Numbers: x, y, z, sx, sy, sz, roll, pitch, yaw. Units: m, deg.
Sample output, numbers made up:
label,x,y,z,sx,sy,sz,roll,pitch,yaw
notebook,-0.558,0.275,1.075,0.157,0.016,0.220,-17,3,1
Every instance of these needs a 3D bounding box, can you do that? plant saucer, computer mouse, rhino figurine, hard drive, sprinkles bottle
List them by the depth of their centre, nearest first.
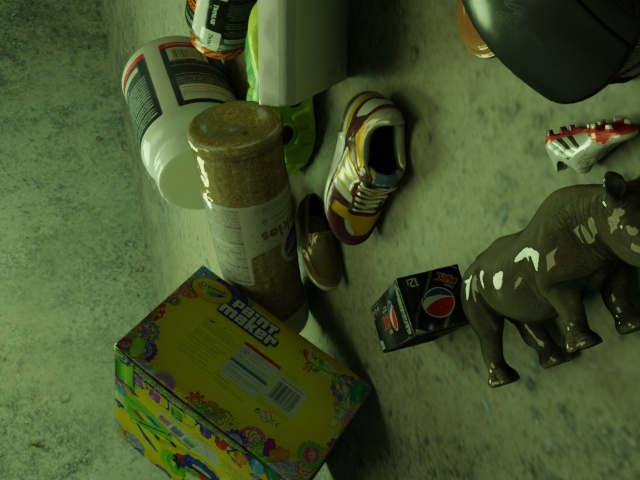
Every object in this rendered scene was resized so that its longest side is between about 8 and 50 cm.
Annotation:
label,x,y,z,sx,sy,sz,roll,pitch,yaw
computer mouse,0.085,-0.193,0.409,0.184,0.060,0.261,155,105,-66
rhino figurine,0.177,0.020,0.469,0.106,0.073,0.243,69,153,19
plant saucer,0.137,-0.193,0.558,0.083,0.013,0.083,171,90,-66
hard drive,-0.011,-0.306,0.679,0.203,0.040,0.307,-48,-37,-62
sprinkles bottle,-0.092,-0.010,0.931,0.121,0.121,0.355,-124,21,-46

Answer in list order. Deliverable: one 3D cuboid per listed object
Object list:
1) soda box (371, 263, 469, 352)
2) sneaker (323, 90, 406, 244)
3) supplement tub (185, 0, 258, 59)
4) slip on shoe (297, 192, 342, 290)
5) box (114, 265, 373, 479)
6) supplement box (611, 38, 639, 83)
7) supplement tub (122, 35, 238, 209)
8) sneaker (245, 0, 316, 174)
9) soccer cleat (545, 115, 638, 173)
label,x,y,z,sx,sy,sz,roll,pitch,yaw
soda box,0.093,0.070,0.648,0.169,0.060,0.053,104,152,-76
sneaker,0.050,-0.064,0.738,0.084,0.070,0.185,-122,31,-53
supplement tub,-0.139,-0.370,1.009,0.190,0.117,0.116,119,137,-55
slip on shoe,0.000,0.000,0.907,0.041,0.052,0.135,118,146,-64
box,-0.124,0.242,0.952,0.290,0.177,0.279,35,141,11
supplement box,0.165,-0.199,0.403,0.104,0.081,0.188,148,111,-66
supplement tub,-0.231,-0.209,1.188,0.191,0.191,0.272,110,144,-49
sneaker,-0.053,-0.207,0.917,0.123,0.110,0.295,-89,8,-45
soccer cleat,0.188,-0.065,0.469,0.083,0.029,0.035,-172,66,-70
